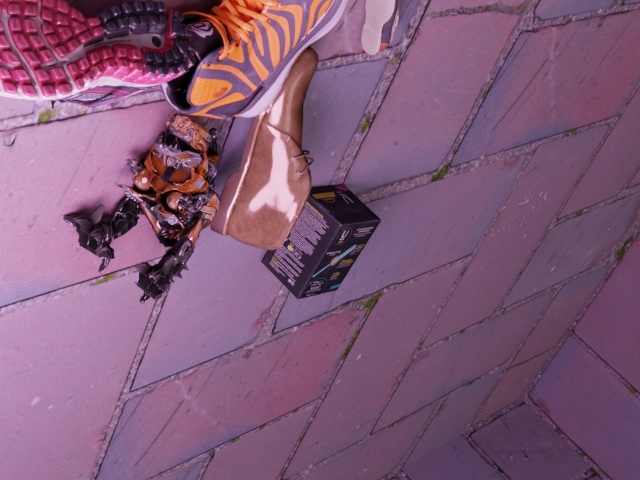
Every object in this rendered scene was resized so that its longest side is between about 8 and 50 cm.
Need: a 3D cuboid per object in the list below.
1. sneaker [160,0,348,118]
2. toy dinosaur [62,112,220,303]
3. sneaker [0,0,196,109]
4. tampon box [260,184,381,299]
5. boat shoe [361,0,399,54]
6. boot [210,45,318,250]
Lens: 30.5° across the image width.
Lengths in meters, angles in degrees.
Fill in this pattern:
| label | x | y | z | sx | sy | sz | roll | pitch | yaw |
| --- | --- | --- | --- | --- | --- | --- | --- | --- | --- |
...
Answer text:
| label | x | y | z | sx | sy | sz | roll | pitch | yaw |
| --- | --- | --- | --- | --- | --- | --- | --- | --- | --- |
| sneaker | -0.085 | -0.270 | 1.406 | 0.180 | 0.124 | 0.321 | -12 | 139 | -52 |
| toy dinosaur | -0.198 | -0.035 | 1.581 | 0.218 | 0.164 | 0.322 | -51 | 145 | -25 |
| sneaker | -0.276 | -0.188 | 1.260 | 0.299 | 0.121 | 0.112 | -5 | 165 | -44 |
| tampon box | 0.000 | 0.000 | 1.976 | 0.120 | 0.101 | 0.161 | -9 | 136 | -53 |
| boat shoe | 0.092 | -0.325 | 1.685 | 0.043 | 0.049 | 0.137 | -34 | 156 | -29 |
| boot | -0.048 | -0.128 | 1.641 | 0.305 | 0.115 | 0.112 | -68 | 171 | 20 |
